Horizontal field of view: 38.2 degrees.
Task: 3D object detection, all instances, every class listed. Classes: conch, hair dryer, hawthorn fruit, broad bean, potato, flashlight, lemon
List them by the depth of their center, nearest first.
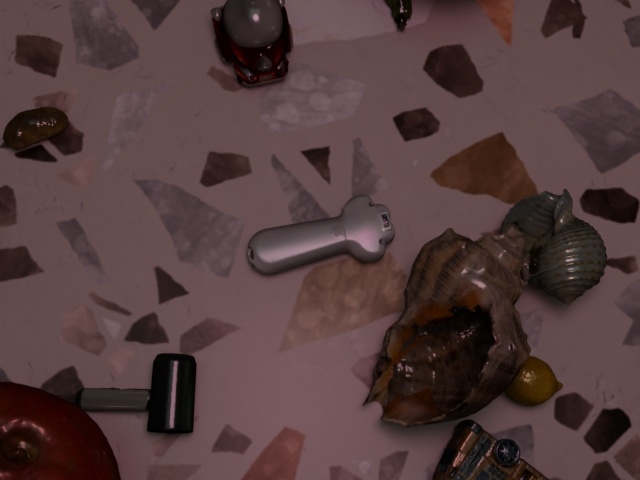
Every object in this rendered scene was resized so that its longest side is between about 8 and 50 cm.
[{"bbox_3d":[-0.355,0.291,1.044,0.284,0.284,0.284,1,75,-4],"label":"hawthorn fruit"},{"bbox_3d":[0.183,0.118,1.169,0.210,0.159,0.291,47,116,42],"label":"conch"},{"bbox_3d":[-0.257,0.196,1.178,0.197,0.057,0.101,-1,73,2],"label":"hair dryer"},{"bbox_3d":[0.274,0.183,1.206,0.092,0.065,0.065,17,74,-14],"label":"lemon"},{"bbox_3d":[0.309,0.016,1.234,0.135,0.102,0.153,-7,42,6],"label":"conch"},{"bbox_3d":[0.000,0.000,1.247,0.200,0.047,0.093,-14,76,-5],"label":"flashlight"},{"bbox_3d":[-0.392,-0.157,1.264,0.092,0.045,0.047,-23,114,-7],"label":"potato"},{"bbox_3d":[0.062,-0.387,1.355,0.195,0.046,0.061,38,73,5],"label":"broad bean"}]

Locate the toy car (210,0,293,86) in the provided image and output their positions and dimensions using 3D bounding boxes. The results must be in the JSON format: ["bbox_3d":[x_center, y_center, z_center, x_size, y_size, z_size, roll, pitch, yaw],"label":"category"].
[{"bbox_3d":[-0.091,-0.295,1.285,0.112,0.112,0.139,-14,76,-8],"label":"toy car"}]

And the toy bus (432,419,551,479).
[{"bbox_3d":[0.229,0.313,1.154,0.182,0.091,0.103,37,75,5],"label":"toy bus"}]
